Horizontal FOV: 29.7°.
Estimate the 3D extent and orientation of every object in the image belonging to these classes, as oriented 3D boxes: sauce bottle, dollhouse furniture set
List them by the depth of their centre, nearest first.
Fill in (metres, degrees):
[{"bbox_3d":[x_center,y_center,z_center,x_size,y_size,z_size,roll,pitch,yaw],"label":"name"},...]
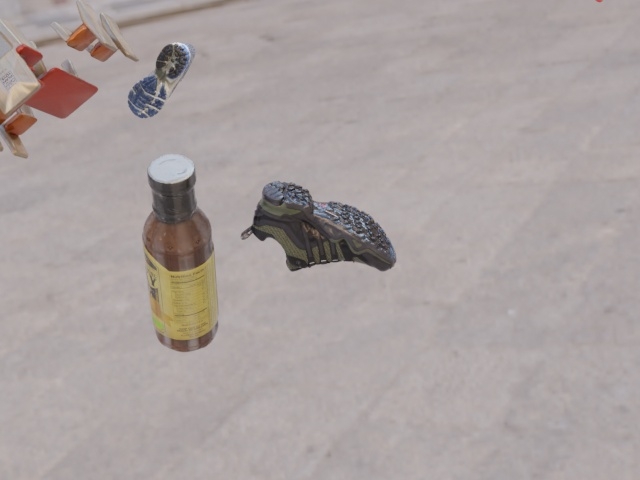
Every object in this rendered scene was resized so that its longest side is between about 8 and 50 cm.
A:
[{"bbox_3d":[-0.217,0.020,1.858,0.111,0.344,0.111,0,41,0],"label":"sauce bottle"},{"bbox_3d":[-0.433,-0.240,1.874,0.262,0.135,0.259,-39,-15,10],"label":"dollhouse furniture set"}]

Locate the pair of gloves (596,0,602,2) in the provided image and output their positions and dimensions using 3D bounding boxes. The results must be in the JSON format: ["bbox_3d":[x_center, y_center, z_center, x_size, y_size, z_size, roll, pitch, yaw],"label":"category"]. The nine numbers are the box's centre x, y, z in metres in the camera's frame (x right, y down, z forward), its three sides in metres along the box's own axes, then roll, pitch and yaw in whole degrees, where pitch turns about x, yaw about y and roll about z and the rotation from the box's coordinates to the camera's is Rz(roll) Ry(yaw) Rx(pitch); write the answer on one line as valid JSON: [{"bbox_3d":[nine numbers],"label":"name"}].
[{"bbox_3d":[0.324,-0.366,1.301,0.159,0.198,0.023,-30,-1,26],"label":"pair of gloves"}]

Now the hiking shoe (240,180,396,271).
[{"bbox_3d":[0.000,0.000,1.784,0.226,0.114,0.086,26,30,-10],"label":"hiking shoe"}]

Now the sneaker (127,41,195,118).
[{"bbox_3d":[-0.217,-0.224,1.691,0.135,0.052,0.058,-44,0,29],"label":"sneaker"}]
